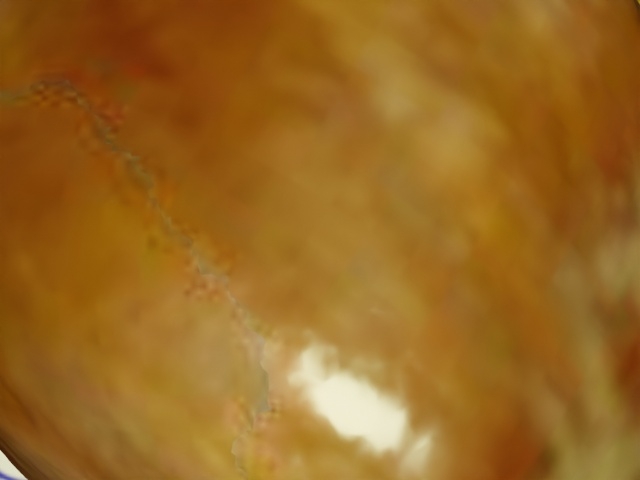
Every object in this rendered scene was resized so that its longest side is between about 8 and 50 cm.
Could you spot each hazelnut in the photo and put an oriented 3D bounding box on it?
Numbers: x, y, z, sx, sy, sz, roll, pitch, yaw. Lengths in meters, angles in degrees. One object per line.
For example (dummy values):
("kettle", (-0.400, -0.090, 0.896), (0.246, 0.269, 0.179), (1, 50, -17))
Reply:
("hazelnut", (-0.005, -0.007, 0.625), (0.366, 0.366, 0.365), (2, 113, 6))

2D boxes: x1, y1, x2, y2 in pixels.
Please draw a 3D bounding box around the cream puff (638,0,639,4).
("cream puff", (0.146, -0.125, 0.736), (0.122, 0.116, 0.094), (11, 118, -17))
